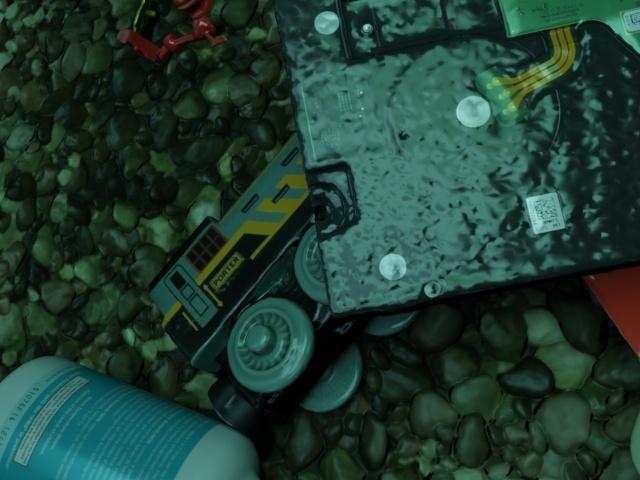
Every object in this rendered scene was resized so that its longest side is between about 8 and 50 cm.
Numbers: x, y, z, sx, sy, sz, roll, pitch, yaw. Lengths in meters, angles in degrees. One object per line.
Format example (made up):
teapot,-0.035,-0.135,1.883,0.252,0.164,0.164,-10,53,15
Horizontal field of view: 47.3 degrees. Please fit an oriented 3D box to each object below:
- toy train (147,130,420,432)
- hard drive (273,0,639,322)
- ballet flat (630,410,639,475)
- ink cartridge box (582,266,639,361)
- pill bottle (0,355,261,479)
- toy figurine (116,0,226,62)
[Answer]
toy train,0.000,0.000,0.634,0.334,0.142,0.190,-50,56,2
hard drive,0.153,-0.089,0.500,0.338,0.064,0.237,-12,79,5
ballet flat,0.296,0.071,0.445,0.248,0.086,0.086,-41,66,7
ink cartridge box,0.324,0.071,0.495,0.189,0.066,0.232,-34,91,10
pill bottle,-0.154,0.206,0.618,0.264,0.146,0.146,18,84,15
toy figurine,-0.161,-0.387,0.711,0.191,0.217,0.363,17,83,47
